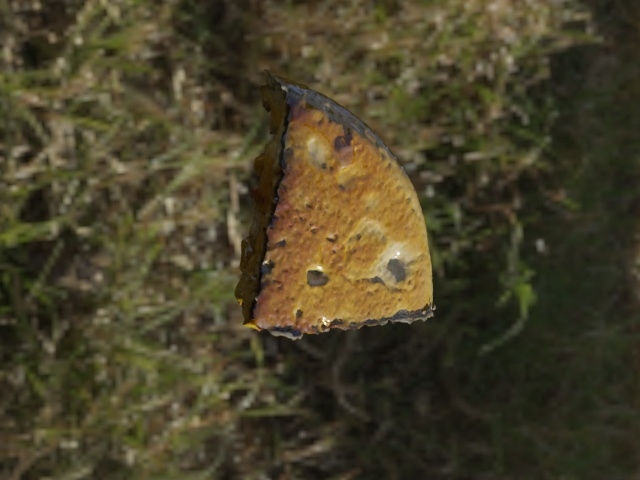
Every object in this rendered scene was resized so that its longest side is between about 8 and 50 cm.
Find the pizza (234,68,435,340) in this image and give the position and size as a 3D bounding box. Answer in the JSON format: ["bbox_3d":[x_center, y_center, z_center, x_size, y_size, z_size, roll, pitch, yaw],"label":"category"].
[{"bbox_3d":[0.000,0.000,0.880,0.178,0.041,0.131,43,72,-35],"label":"pizza"}]
